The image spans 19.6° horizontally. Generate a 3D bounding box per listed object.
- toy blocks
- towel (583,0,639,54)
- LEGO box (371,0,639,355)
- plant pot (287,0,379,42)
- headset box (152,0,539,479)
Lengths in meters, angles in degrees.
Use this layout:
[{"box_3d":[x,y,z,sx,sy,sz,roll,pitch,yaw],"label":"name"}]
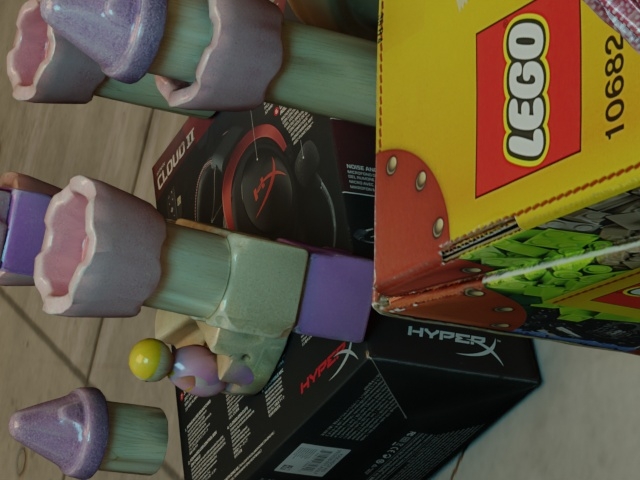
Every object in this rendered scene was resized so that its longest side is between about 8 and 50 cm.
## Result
[{"box_3d":[-0.145,0.014,0.947,0.288,0.260,0.309,9,88,61],"label":"toy blocks"},{"box_3d":[0.195,-0.114,0.432,0.329,0.237,0.037,-42,-1,-25],"label":"towel"},{"box_3d":[0.192,-0.236,0.698,0.372,0.193,0.500,-24,60,58],"label":"LEGO box"},{"box_3d":[0.080,-0.202,0.939,0.109,0.237,0.237,23,105,21],"label":"plant pot"},{"box_3d":[0.000,0.000,1.080,0.218,0.110,0.293,-49,41,45],"label":"headset box"}]
